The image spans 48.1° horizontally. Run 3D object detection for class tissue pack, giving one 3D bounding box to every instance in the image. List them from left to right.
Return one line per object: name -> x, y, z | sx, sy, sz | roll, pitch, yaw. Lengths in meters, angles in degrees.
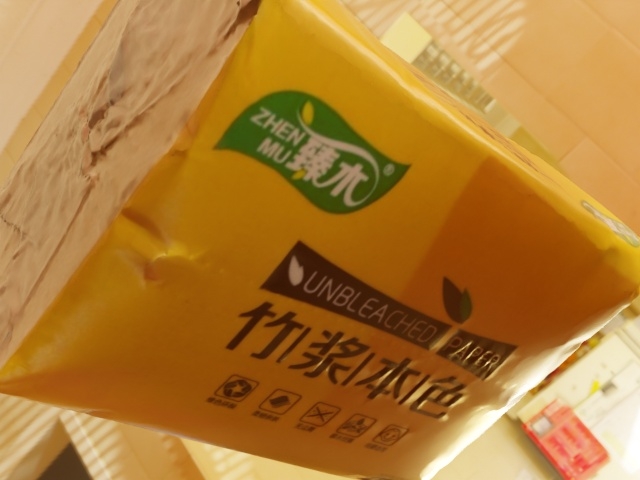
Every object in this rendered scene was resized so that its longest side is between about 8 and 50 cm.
tissue pack -> 0.000, 0.000, 0.525 | 0.382, 0.228, 0.293 | 27, -67, -34
